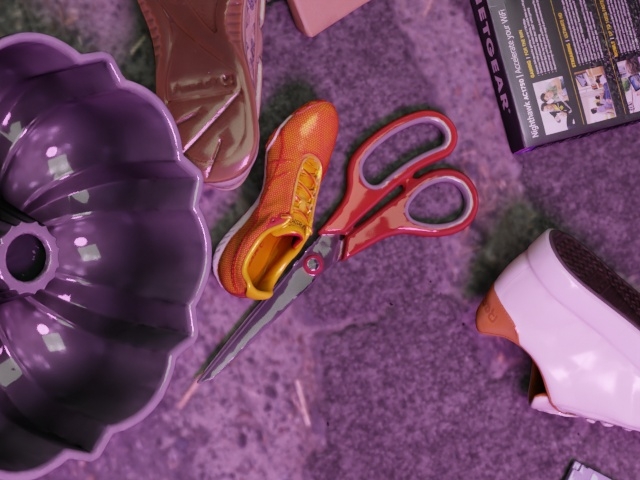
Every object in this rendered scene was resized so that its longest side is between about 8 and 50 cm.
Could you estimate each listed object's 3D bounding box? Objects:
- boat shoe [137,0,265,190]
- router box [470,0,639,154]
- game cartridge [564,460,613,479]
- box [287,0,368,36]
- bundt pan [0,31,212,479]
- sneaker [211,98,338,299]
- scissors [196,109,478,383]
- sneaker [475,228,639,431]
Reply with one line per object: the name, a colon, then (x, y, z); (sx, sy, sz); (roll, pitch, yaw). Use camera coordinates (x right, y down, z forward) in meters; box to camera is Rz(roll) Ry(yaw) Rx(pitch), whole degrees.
boat shoe: (-0.096, -0.182, 1.591); (0.105, 0.089, 0.285); (-2, 83, 5)
router box: (0.205, -0.175, 1.662); (0.133, 0.046, 0.179); (-14, 88, -11)
game cartridge: (0.237, 0.228, 1.654); (0.083, 0.017, 0.056); (29, 77, -8)
box: (0.025, -0.279, 1.580); (0.164, 0.021, 0.201); (-33, 136, -12)
bundt pan: (-0.250, 0.010, 1.474); (0.331, 0.124, 0.331); (-4, 96, -39)
sneaker: (-0.022, -0.030, 1.589); (0.064, 0.067, 0.175); (26, 86, -42)
scissors: (0.000, 0.000, 1.624); (0.297, 0.021, 0.109); (-31, 95, -11)
sneaker: (0.249, 0.117, 1.640); (0.290, 0.106, 0.123); (41, 115, -14)
